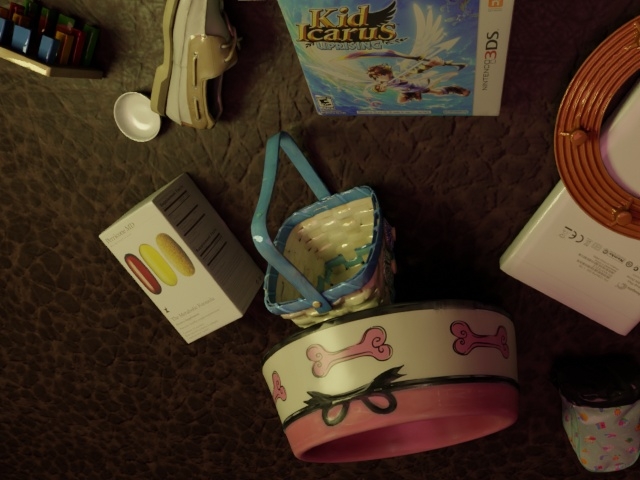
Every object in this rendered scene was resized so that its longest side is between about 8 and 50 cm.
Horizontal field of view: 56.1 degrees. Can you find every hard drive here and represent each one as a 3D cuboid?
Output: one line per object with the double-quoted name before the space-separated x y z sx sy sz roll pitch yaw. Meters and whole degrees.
"hard drive" 0.464 -0.041 0.883 0.233 0.047 0.353 28 121 -1

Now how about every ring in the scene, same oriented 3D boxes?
"ring" 0.483 -0.140 0.780 0.336 0.032 0.337 6 118 12

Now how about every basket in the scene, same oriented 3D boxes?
"basket" 0.000 0.000 0.914 0.201 0.255 0.289 -25 128 26

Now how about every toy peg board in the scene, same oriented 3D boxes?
"toy peg board" -0.433 -0.314 0.915 0.161 0.161 0.079 22 105 2

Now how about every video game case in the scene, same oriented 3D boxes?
"video game case" 0.104 -0.251 0.775 0.269 0.061 0.244 2 158 13

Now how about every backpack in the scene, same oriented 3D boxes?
"backpack" 0.474 0.300 1.023 0.151 0.115 0.182 -5 119 14

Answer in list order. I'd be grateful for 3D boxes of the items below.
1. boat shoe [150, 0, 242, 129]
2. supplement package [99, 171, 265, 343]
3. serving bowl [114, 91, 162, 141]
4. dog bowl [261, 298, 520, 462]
"boat shoe" -0.166 -0.287 0.866 0.103 0.113 0.302 25 141 -4
"supplement package" -0.235 0.031 1.051 0.139 0.134 0.244 -29 107 25
"serving bowl" -0.300 -0.209 1.003 0.083 0.027 0.083 6 118 12
"dog bowl" 0.117 0.237 0.933 0.407 0.150 0.408 -8 152 -4
